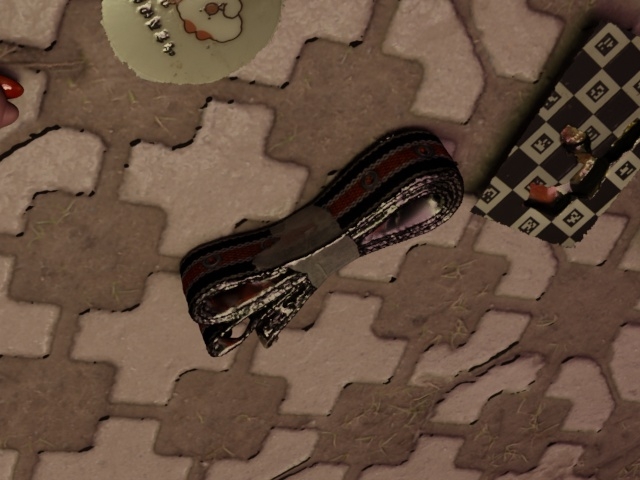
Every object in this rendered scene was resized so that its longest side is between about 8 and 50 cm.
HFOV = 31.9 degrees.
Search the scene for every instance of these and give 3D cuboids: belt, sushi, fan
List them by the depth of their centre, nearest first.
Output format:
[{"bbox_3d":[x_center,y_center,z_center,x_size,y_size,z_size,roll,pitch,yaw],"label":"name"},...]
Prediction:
[{"bbox_3d":[-0.066,-0.269,1.116,0.329,0.009,0.191,-27,130,2],"label":"fan"},{"bbox_3d":[0.000,0.000,1.293,0.359,0.094,0.126,-34,129,6],"label":"belt"},{"bbox_3d":[0.315,-0.125,1.344,0.192,0.043,0.279,17,119,-30],"label":"sushi"}]

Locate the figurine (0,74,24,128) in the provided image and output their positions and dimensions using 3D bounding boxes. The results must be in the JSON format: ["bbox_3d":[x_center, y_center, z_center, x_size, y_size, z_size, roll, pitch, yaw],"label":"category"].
[{"bbox_3d":[-0.334,-0.131,1.086,0.083,0.071,0.067,21,159,-23],"label":"figurine"}]
